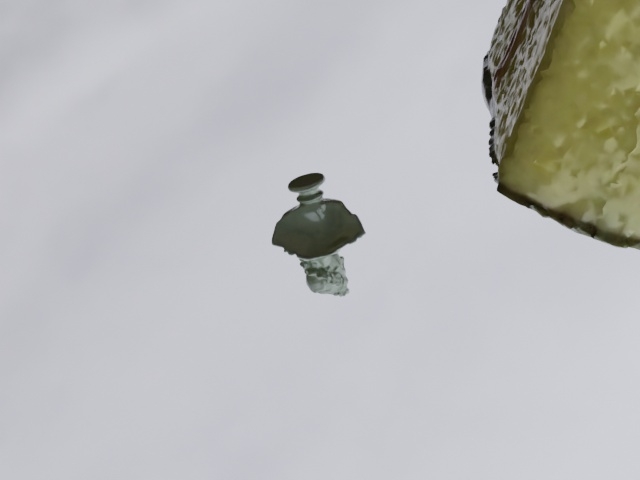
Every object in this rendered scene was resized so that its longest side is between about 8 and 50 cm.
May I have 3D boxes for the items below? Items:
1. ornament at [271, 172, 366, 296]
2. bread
[{"bbox_3d":[-0.002,-0.003,1.235,0.041,0.068,0.092,-85,-171,-70],"label":"ornament"},{"bbox_3d":[0.166,-0.121,0.510,0.168,0.163,0.264,-73,-178,-66],"label":"bread"}]
